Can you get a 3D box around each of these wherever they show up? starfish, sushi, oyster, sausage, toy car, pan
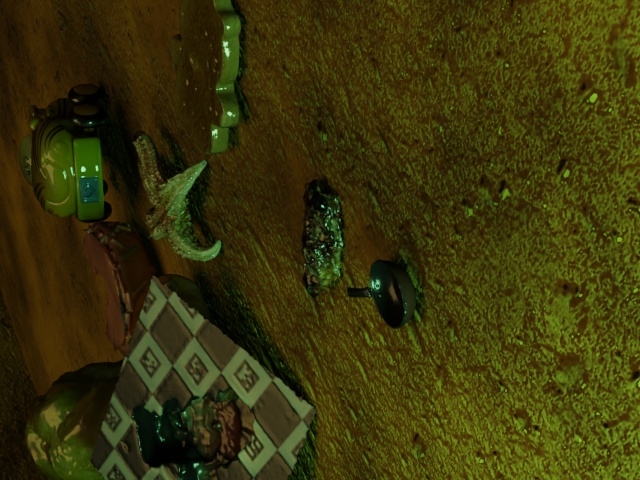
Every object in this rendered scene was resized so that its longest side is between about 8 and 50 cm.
[{"bbox_3d":[-0.207,-0.059,1.714,0.238,0.071,0.216,55,157,26],"label":"starfish"},{"bbox_3d":[-0.149,0.261,1.662,0.320,0.069,0.339,36,118,29],"label":"sushi"},{"bbox_3d":[-0.001,0.000,1.310,0.086,0.029,0.132,8,110,66],"label":"oyster"},{"bbox_3d":[-0.208,0.164,1.785,0.136,0.120,0.241,22,125,53],"label":"sausage"},{"bbox_3d":[-0.415,-0.139,1.998,0.248,0.142,0.200,-112,21,-60],"label":"toy car"},{"bbox_3d":[0.061,0.049,1.203,0.115,0.023,0.068,2,107,64],"label":"pan"}]

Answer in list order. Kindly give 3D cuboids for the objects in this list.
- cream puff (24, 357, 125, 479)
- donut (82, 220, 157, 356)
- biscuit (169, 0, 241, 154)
[{"bbox_3d":[-0.339,0.335,2.016,0.323,0.274,0.270,179,83,-68],"label":"cream puff"},{"bbox_3d":[-0.316,0.075,2.024,0.199,0.085,0.233,-5,99,68],"label":"donut"},{"bbox_3d":[-0.133,-0.211,1.472,0.166,0.036,0.225,54,147,39],"label":"biscuit"}]
